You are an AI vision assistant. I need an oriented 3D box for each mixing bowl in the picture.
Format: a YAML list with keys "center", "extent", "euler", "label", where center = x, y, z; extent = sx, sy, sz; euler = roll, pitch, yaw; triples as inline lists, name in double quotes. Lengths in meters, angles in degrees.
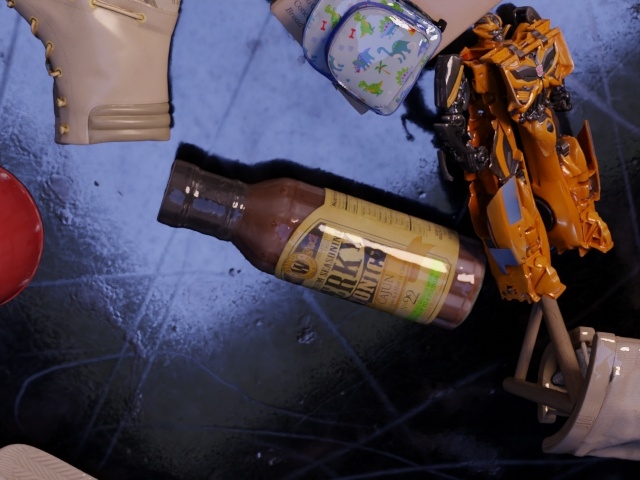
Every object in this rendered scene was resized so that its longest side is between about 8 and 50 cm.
- center: [-0.388, 0.008, 1.130]
  extent: [0.182, 0.098, 0.181]
  euler: [-1, 106, -4]
  label: "mixing bowl"

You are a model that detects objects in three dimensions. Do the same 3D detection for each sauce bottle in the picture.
- center: [0.000, 0.000, 1.152]
  extent: [0.344, 0.111, 0.111]
  euler: [16, 103, -8]
  label: "sauce bottle"

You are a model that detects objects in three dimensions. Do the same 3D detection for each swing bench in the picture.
- center: [0.357, 0.149, 1.144]
  extent: [0.253, 0.254, 0.165]
  euler: [9, 104, -7]
  label: "swing bench"

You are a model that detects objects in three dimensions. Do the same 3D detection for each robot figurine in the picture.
- center: [0.214, -0.095, 1.117]
  extent: [0.211, 0.085, 0.291]
  euler: [-36, 119, -36]
  label: "robot figurine"

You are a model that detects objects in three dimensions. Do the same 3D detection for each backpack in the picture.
- center: [0.042, -0.181, 0.986]
  extent: [0.114, 0.084, 0.105]
  euler: [32, 107, -6]
  label: "backpack"

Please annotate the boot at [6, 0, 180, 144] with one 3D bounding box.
- center: [-0.273, -0.197, 1.088]
  extent: [0.262, 0.095, 0.203]
  euler: [3, 106, -10]
  label: "boot"

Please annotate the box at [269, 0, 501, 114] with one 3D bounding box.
- center: [0.114, -0.282, 1.056]
  extent: [0.311, 0.121, 0.148]
  euler: [-40, 104, 15]
  label: "box"

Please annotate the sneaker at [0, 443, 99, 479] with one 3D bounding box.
- center: [-0.249, 0.374, 1.234]
  extent: [0.350, 0.131, 0.148]
  euler: [33, 107, -6]
  label: "sneaker"
